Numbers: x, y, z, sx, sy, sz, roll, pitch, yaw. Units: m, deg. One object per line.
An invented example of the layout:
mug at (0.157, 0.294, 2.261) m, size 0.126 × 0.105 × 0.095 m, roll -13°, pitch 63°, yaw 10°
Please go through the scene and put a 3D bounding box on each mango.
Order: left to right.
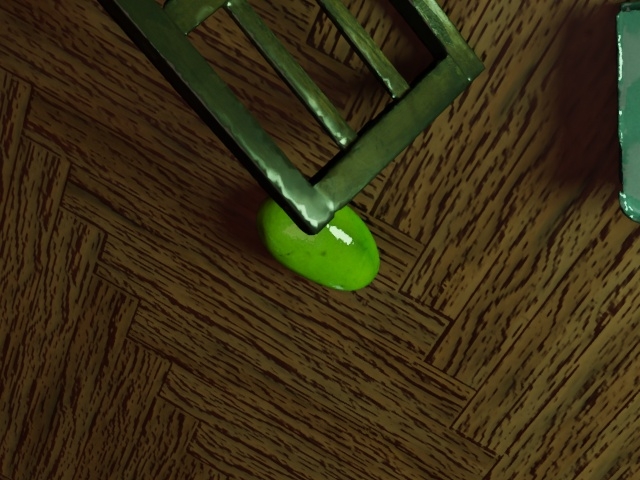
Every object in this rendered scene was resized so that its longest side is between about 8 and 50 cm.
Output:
mango at (0.000, 0.000, 0.665) m, size 0.108 × 0.056 × 0.073 m, roll 38°, pitch 129°, yaw -17°

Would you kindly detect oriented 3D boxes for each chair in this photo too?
chair at (-0.048, -0.221, 0.419) m, size 0.416 × 0.203 × 0.240 m, roll 47°, pitch 159°, yaw -9°

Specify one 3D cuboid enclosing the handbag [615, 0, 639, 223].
handbag at (0.292, -0.082, 0.507) m, size 0.221 × 0.057 × 0.144 m, roll 1°, pitch 114°, yaw 21°
